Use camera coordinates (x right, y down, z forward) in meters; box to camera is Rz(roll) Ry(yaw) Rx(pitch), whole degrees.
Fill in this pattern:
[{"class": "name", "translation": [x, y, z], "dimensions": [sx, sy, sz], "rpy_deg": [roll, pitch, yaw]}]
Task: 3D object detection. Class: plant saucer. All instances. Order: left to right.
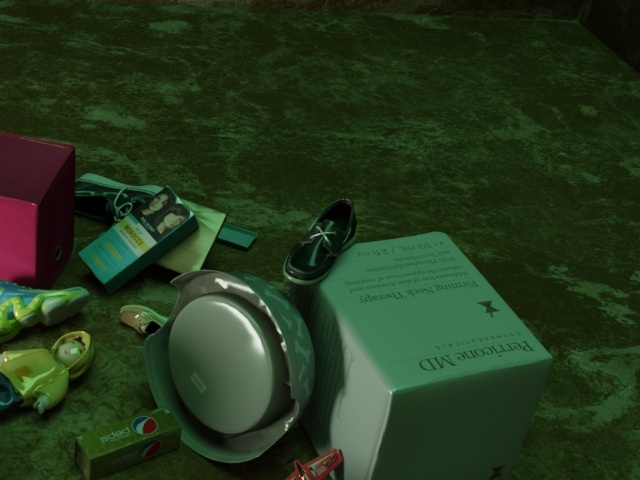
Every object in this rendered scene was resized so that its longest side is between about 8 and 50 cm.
[{"class": "plant saucer", "translation": [-0.249, -0.023, 2.466], "dimensions": [0.192, 0.018, 0.067], "rpy_deg": [17, 34, 11]}]

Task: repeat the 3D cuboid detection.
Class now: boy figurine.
[{"class": "boy figurine", "translation": [-0.532, 0.253, 1.907], "dimensions": [0.285, 0.092, 0.177], "rpy_deg": [-20, 41, -33]}]

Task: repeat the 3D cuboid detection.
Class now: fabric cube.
[{"class": "fabric cube", "translation": [-0.668, -0.055, 2.175], "dimensions": [0.259, 0.258, 0.254], "rpy_deg": [12, 33, 0]}]

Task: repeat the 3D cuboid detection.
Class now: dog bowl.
[{"class": "dog bowl", "translation": [-0.158, 0.215, 1.861], "dimensions": [0.349, 0.348, 0.102], "rpy_deg": [32, 25, 29]}]

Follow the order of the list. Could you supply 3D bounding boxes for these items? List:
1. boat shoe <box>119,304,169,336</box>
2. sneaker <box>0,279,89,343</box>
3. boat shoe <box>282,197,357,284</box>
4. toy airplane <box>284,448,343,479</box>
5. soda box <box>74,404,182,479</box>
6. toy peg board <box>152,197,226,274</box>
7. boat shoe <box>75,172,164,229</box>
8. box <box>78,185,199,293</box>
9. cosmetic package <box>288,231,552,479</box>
[{"class": "boat shoe", "translation": [-0.350, 0.170, 2.118], "dimensions": [0.135, 0.050, 0.045], "rpy_deg": [16, 28, 7]}, {"class": "sneaker", "translation": [-0.586, 0.114, 2.070], "dimensions": [0.240, 0.091, 0.126], "rpy_deg": [-20, 65, -37]}, {"class": "boat shoe", "translation": [0.000, 0.000, 1.860], "dimensions": [0.084, 0.079, 0.233], "rpy_deg": [23, 37, 16]}, {"class": "toy airplane", "translation": [-0.011, 0.431, 1.800], "dimensions": [0.151, 0.028, 0.151], "rpy_deg": [-9, 60, 16]}, {"class": "soda box", "translation": [-0.339, 0.356, 1.835], "dimensions": [0.181, 0.058, 0.061], "rpy_deg": [-16, 42, -34]}, {"class": "toy peg board", "translation": [-0.308, 0.001, 2.307], "dimensions": [0.161, 0.079, 0.160], "rpy_deg": [19, 68, 12]}, {"class": "boat shoe", "translation": [-0.455, -0.076, 2.402], "dimensions": [0.306, 0.113, 0.105], "rpy_deg": [19, 40, 16]}, {"class": "box", "translation": [-0.389, -0.002, 2.236], "dimensions": [0.244, 0.060, 0.100], "rpy_deg": [-39, 69, -13]}, {"class": "cosmetic package", "translation": [0.153, 0.236, 1.912], "dimensions": [0.329, 0.327, 0.393], "rpy_deg": [-8, 38, -25]}]
